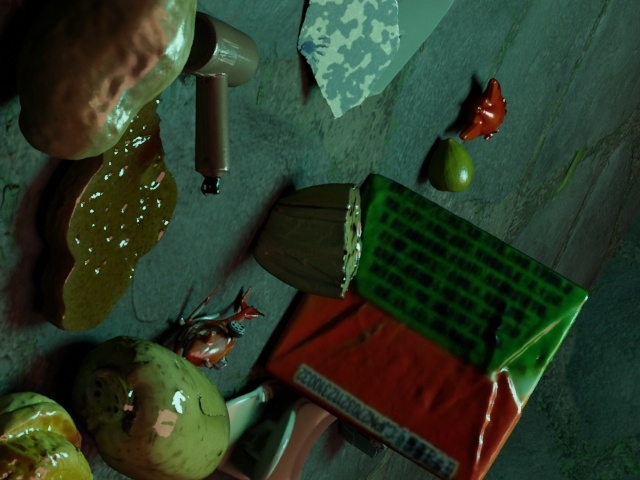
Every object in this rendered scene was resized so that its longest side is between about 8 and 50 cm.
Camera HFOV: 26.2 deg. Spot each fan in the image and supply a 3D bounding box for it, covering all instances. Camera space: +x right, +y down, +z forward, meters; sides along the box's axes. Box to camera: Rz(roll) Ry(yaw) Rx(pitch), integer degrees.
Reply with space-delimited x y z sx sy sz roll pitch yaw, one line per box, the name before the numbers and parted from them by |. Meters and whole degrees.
fan | 0.034 -0.246 1.651 0.131 0.009 0.240 -14 134 -11

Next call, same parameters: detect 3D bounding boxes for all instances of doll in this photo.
doll | 0.275 -0.204 2.244 0.109 0.057 0.169 -62 157 8

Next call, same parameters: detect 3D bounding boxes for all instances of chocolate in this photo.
chocolate | 0.151 0.138 2.021 0.341 0.360 0.161 -59 171 -7

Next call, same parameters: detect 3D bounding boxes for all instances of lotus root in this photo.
lotus root | -0.004 -0.002 1.790 0.095 0.135 0.159 58 49 -66
lotus root | -0.189 0.200 1.583 0.146 0.160 0.284 -22 159 12

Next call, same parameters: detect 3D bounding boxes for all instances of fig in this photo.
fig | 0.206 -0.120 2.182 0.074 0.074 0.088 -24 111 -56

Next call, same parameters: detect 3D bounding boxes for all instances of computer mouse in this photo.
computer mouse | 0.082 -0.278 1.721 0.231 0.079 0.128 -51 149 20

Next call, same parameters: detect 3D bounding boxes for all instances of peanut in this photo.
peanut | -0.183 -0.171 1.202 0.224 0.129 0.129 -57 158 -4

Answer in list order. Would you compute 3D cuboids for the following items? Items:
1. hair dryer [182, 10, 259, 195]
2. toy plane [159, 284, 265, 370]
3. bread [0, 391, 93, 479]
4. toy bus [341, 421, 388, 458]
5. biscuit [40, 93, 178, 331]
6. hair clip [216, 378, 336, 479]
hair dryer | -0.110 -0.135 1.408 0.117 0.064 0.182 12 78 -68
toy plane | -0.130 0.120 1.737 0.126 0.077 0.194 -55 168 6
bread | -0.330 0.270 1.406 0.236 0.120 0.198 -54 155 -19
toy bus | 0.091 0.271 2.336 0.091 0.109 0.262 -49 157 -32
biscuit | -0.208 -0.055 1.390 0.183 0.047 0.320 -38 148 -49
hair clip | -0.078 0.290 2.014 0.173 0.113 0.282 -62 163 1
